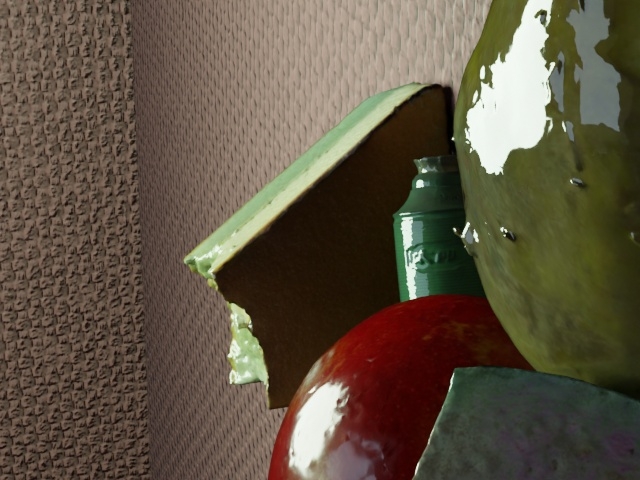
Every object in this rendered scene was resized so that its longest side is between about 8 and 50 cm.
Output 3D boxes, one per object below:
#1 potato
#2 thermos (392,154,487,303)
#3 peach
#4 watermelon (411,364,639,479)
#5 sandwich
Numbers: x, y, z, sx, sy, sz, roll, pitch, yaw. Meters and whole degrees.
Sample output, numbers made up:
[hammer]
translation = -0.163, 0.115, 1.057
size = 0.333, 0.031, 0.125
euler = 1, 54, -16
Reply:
[potato]
translation = 0.139, -0.060, 0.821
size = 0.192, 0.141, 0.296
euler = -111, 23, -57
[thermos]
translation = 0.092, 0.037, 1.194
size = 0.073, 0.083, 0.188
euler = -7, 87, 54
[peach]
translation = 0.075, 0.151, 1.033
size = 0.243, 0.199, 0.243
euler = 33, 127, 59
[watermelon]
translation = 0.158, 0.262, 0.786
size = 0.292, 0.319, 0.222
euler = -59, -26, -25
[sandwich]
translation = 0.000, 0.000, 1.288
size = 0.108, 0.186, 0.220
euler = -155, 61, -70
